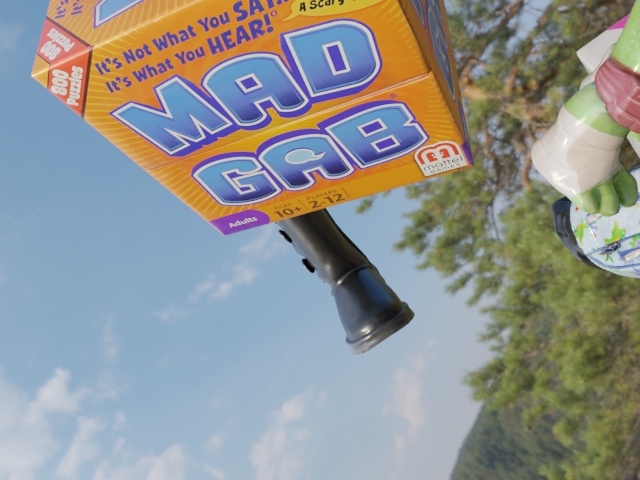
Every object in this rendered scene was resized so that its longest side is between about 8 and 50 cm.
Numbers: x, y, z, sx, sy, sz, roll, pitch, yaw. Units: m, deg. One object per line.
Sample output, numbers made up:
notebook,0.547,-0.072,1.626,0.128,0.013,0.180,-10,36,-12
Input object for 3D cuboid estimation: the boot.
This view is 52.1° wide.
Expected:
boot,0.000,0.000,1.359,0.146,0.445,0.367,-34,2,-1

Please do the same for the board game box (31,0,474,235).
board game box,-0.053,-0.274,0.796,0.356,0.357,0.356,46,-145,-52

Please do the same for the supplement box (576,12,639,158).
supplement box,0.402,-0.149,0.735,0.111,0.114,0.220,-36,-57,20

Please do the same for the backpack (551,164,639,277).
backpack,0.619,-0.041,1.106,0.355,0.290,0.273,124,150,-57

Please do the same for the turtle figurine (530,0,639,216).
turtle figurine,0.246,-0.121,0.330,0.266,0.275,0.197,108,168,-55
